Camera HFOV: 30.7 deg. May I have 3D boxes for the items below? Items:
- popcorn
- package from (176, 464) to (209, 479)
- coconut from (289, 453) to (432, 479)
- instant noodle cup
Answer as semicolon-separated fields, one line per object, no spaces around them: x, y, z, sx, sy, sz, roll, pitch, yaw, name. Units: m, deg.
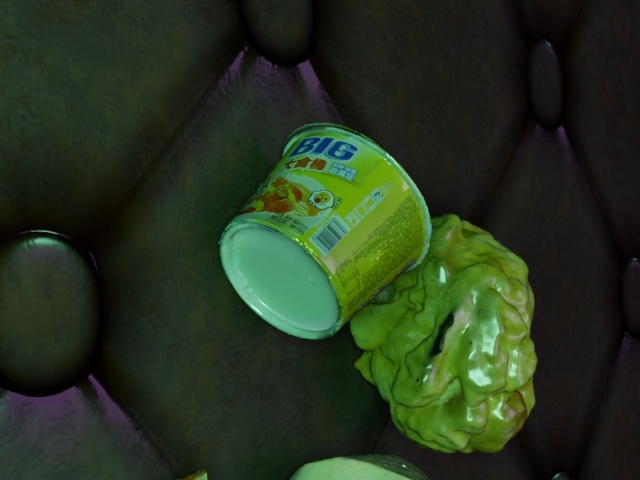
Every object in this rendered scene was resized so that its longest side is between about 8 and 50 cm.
0.154;0.112;1.398;0.215;0.252;0.286;23;63;-36;popcorn
-0.139;0.295;1.155;0.108;0.031;0.121;-18;101;-53;package
0.049;0.344;1.249;0.239;0.239;0.244;52;50;-37;coconut
0.000;0.000;1.242;0.153;0.205;0.205;-48;125;-36;instant noodle cup
